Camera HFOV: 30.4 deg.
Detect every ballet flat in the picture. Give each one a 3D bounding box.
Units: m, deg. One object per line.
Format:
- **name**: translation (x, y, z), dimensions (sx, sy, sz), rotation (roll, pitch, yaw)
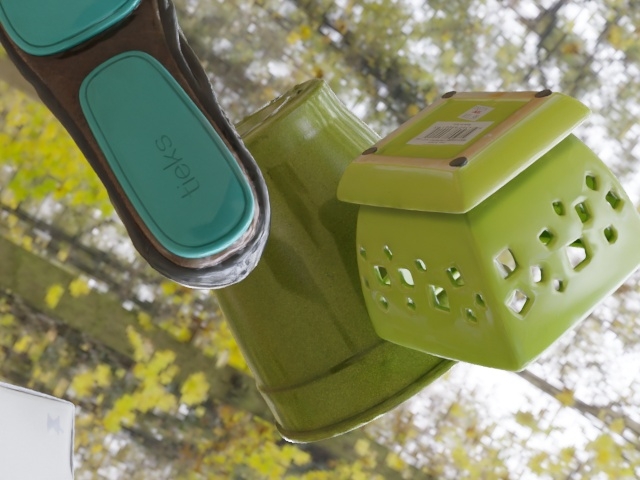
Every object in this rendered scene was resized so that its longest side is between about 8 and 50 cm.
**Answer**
- **ballet flat**: translation (-0.113, -0.093, 0.633), dimensions (0.095, 0.280, 0.096), rotation (-24, 167, -6)

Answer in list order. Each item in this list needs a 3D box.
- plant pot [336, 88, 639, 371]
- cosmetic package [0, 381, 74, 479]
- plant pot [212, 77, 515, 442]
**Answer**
- **plant pot**: translation (0.164, -0.026, 1.198), dimensions (0.227, 0.207, 0.228), rotation (-36, -154, -28)
- **cosmetic package**: translation (-0.353, 0.205, 0.930), dimensions (0.296, 0.129, 0.153), rotation (-12, -112, 23)
- **plant pot**: translation (0.000, 0.000, 1.488), dimensions (0.366, 0.353, 0.366), rotation (-32, -168, 8)
